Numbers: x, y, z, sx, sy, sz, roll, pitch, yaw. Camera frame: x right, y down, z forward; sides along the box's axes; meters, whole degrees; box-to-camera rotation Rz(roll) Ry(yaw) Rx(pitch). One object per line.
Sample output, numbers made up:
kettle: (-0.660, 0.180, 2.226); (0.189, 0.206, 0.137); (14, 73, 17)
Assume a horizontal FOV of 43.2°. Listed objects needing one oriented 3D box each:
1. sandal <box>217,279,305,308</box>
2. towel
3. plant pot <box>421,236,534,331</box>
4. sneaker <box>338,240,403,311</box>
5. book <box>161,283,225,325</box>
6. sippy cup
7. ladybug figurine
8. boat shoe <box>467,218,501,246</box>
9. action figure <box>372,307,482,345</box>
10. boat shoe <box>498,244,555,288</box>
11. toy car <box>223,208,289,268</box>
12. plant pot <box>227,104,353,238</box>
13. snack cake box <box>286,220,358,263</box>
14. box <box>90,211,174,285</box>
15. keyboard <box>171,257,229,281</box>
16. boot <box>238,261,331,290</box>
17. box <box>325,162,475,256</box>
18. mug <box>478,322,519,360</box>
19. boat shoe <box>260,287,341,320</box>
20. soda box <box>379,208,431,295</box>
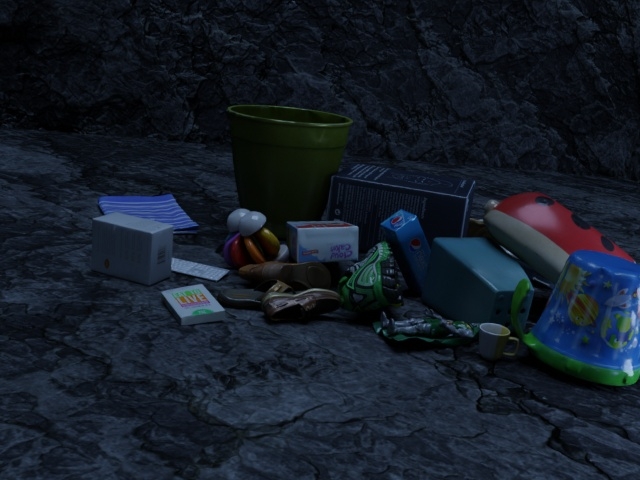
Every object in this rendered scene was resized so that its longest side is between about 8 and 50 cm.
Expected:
sandal: (-0.119, 0.116, 1.802); (0.219, 0.060, 0.090); (5, 16, -7)
towel: (-0.514, -0.081, 2.384); (0.243, 0.040, 0.336); (-1, 17, -24)
plant pot: (0.373, 0.113, 1.859); (0.165, 0.166, 0.234); (0, 22, -24)
sneaker: (0.109, 0.084, 1.890); (0.146, 0.134, 0.343); (-13, 4, 6)
book: (-0.273, 0.139, 1.716); (0.096, 0.035, 0.144); (-6, 21, -27)
sippy cup: (0.564, 0.145, 1.651); (0.305, 0.224, 0.240); (0, 18, -39)
ladybug figurine: (0.592, 0.028, 1.944); (0.449, 0.162, 0.305); (35, 8, -6)
boat shoe: (0.547, -0.023, 2.524); (0.096, 0.098, 0.277); (-5, 18, -33)
action figure: (0.243, 0.186, 1.717); (0.232, 0.064, 0.137); (5, 12, -19)
boat shoe: (0.541, 0.067, 2.233); (0.254, 0.079, 0.095); (17, 16, 24)
toy car: (-0.179, 0.015, 2.028); (0.136, 0.159, 0.182); (-43, 24, -16)
plant pot: (-0.106, -0.201, 2.398); (0.366, 0.353, 0.366); (6, 16, -2)
snack cake box: (0.000, 0.000, 2.070); (0.152, 0.089, 0.264); (-1, 5, -8)
box: (-0.440, 0.017, 1.887); (0.170, 0.130, 0.091); (14, 17, 21)
keyboard: (-0.354, 0.062, 1.984); (0.255, 0.014, 0.072); (11, 16, 16)
boot: (-0.084, 0.082, 1.933); (0.152, 0.073, 0.197); (-1, -13, 44)
box: (0.242, -0.085, 2.403); (0.395, 0.212, 0.293); (10, 15, 13)
mug: (0.357, 0.213, 1.653); (0.062, 0.064, 0.078); (-7, 21, -42)
boat shoe: (-0.038, 0.146, 1.739); (0.177, 0.064, 0.060); (-3, 35, -18)
soda box: (0.225, 0.032, 1.976); (0.071, 0.210, 0.067); (-36, 32, -16)
